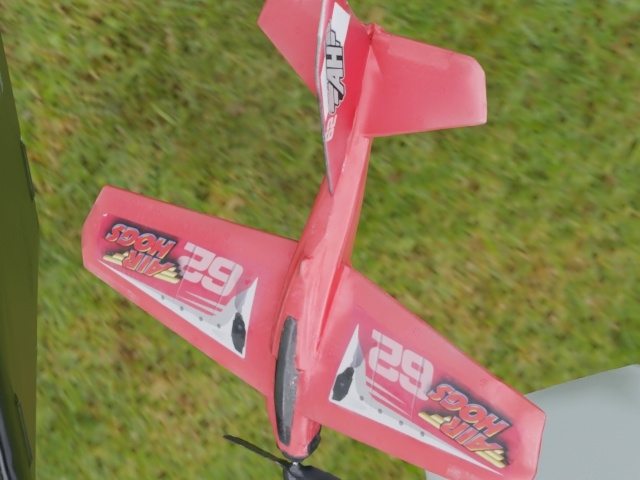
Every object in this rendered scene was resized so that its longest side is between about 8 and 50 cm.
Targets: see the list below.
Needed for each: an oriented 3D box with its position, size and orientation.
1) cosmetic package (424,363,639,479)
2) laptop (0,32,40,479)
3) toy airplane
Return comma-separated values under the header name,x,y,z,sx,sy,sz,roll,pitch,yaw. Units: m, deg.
name,x,y,z,sx,sy,sz,roll,pitch,yaw
cosmetic package,0.146,0.259,0.607,0.097,0.284,0.377,-15,108,-17
laptop,-0.264,-0.123,0.839,0.236,0.408,0.382,-9,119,-3
toy airplane,0.000,0.000,0.500,0.028,0.151,0.151,-29,118,-45
